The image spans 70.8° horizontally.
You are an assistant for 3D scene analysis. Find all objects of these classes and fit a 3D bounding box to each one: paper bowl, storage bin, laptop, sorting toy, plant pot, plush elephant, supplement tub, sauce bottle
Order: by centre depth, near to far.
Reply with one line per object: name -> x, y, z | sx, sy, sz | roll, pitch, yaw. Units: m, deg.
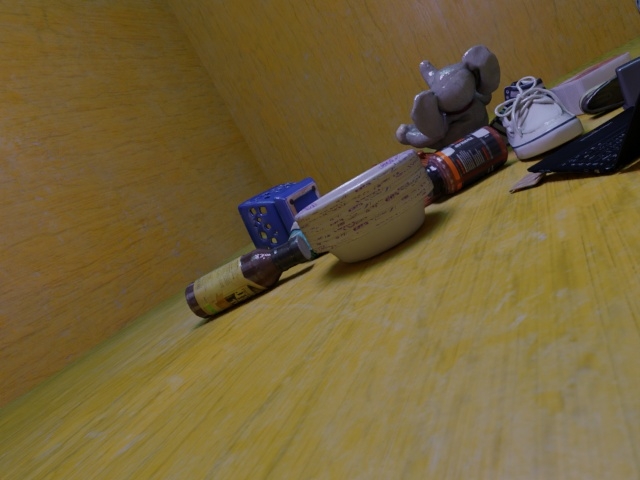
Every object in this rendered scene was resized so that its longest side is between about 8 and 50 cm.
laptop -> 0.449, -0.206, 0.634 | 0.234, 0.137, 0.264 | -30, 14, -7
sorting toy -> 0.372, -0.110, 0.777 | 0.083, 0.012, 0.062 | -36, 5, -25
storage bin -> 0.635, -0.313, 0.851 | 0.135, 0.091, 0.098 | -23, 9, 34
paper bowl -> 0.099, -0.058, 0.934 | 0.284, 0.148, 0.284 | -28, 8, 4
supplement tub -> 0.326, -0.178, 1.051 | 0.197, 0.106, 0.106 | -30, 7, -3
sauce bottle -> -0.187, 0.091, 1.161 | 0.344, 0.111, 0.111 | -27, 7, 18
plush elephant -> 0.351, -0.382, 1.231 | 0.271, 0.255, 0.330 | -34, 42, 0
plant pot -> -0.102, -0.076, 1.553 | 0.212, 0.236, 0.236 | -13, 17, 42

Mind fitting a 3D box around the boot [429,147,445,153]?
boot -> 0.412, -0.287, 1.503 | 0.246, 0.094, 0.207 | -32, 9, -17

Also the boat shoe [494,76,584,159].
boat shoe -> 0.478, -0.289, 1.024 | 0.135, 0.157, 0.367 | -27, 7, 22

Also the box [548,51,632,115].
box -> 0.695, -0.391, 1.151 | 0.130, 0.091, 0.170 | -28, 7, 6

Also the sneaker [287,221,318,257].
sneaker -> 0.000, 0.000, 1.228 | 0.275, 0.107, 0.110 | -14, 44, 53

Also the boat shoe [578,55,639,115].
boat shoe -> 0.676, -0.340, 0.963 | 0.223, 0.080, 0.073 | -31, 11, 33

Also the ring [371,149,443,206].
ring -> 0.196, -0.153, 1.219 | 0.336, 0.032, 0.337 | -22, 29, 12

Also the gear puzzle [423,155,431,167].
gear puzzle -> 0.272, -0.177, 1.271 | 0.338, 0.044, 0.175 | -6, 36, 36

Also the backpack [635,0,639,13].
backpack -> 1.095, -0.711, 1.319 | 0.253, 0.225, 0.191 | -14, 38, 48

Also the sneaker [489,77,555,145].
sneaker -> 0.528, -0.354, 1.296 | 0.282, 0.153, 0.099 | -22, 10, 47
